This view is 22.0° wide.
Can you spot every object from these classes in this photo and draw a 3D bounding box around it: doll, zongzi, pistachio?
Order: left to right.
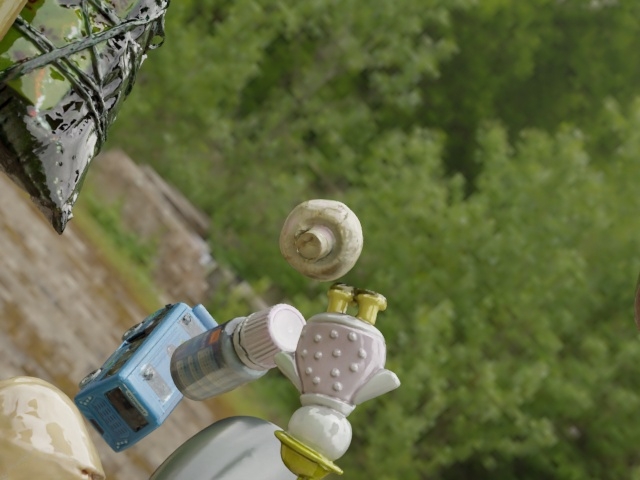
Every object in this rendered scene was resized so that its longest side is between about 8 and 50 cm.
[{"bbox_3d":[-0.347,-0.235,1.710,0.362,0.319,0.383,33,50,-11],"label":"zongzi"},{"bbox_3d":[-0.375,0.281,2.110,0.213,0.194,0.318,14,-15,15],"label":"pistachio"},{"bbox_3d":[0.010,0.141,1.561,0.129,0.207,0.081,10,-16,21],"label":"doll"}]

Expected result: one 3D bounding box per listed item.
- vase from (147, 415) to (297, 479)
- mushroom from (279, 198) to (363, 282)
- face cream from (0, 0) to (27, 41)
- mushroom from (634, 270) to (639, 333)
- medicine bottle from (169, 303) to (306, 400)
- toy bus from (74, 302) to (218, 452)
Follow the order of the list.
[{"bbox_3d":[-0.146,0.304,1.764,0.173,0.173,0.321,49,24,12],"label":"vase"},{"bbox_3d":[0.000,0.000,1.628,0.083,0.083,0.067,49,24,3],"label":"mushroom"},{"bbox_3d":[-0.375,-0.195,1.541,0.139,0.285,0.067,37,-9,-35],"label":"face cream"},{"bbox_3d":[0.609,0.102,2.312,0.345,0.345,0.260,43,31,-64],"label":"mushroom"},{"bbox_3d":[-0.100,0.138,2.042,0.083,0.203,0.084,18,61,-36],"label":"medicine bottle"},{"bbox_3d":[-0.249,0.194,2.431,0.113,0.134,0.246,53,35,-10],"label":"toy bus"}]
